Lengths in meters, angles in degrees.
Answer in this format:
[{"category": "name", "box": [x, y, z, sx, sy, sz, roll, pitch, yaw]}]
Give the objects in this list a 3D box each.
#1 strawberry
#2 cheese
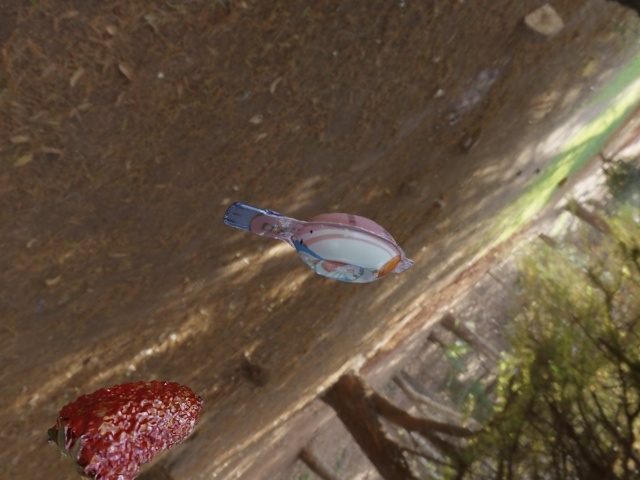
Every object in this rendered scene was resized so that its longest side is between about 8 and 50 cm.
[{"category": "strawberry", "box": [-0.286, 0.252, 0.907, 0.208, 0.167, 0.087, -37, 146, -34]}, {"category": "cheese", "box": [0.000, 0.000, 0.903, 0.189, 0.286, 0.074, 140, -35, -64]}]
